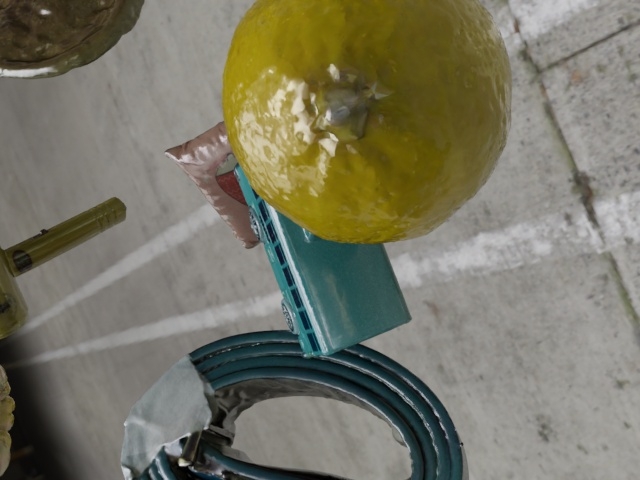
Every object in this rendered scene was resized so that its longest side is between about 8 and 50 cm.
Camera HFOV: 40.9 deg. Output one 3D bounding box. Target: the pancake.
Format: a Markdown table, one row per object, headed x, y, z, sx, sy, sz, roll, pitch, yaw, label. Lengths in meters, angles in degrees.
| x | y | z | sx | sy | sz | roll | pitch | yaw | label |
| --- | --- | --- | --- | --- | --- | --- | --- | --- | --- |
| -0.332 | -0.287 | 1.078 | 0.242 | 0.242 | 0.050 | 50 | 172 | 37 | pancake |

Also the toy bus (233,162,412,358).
| x | y | z | sx | sy | sz | roll | pitch | yaw | label |
| --- | --- | --- | --- | --- | --- | --- | --- | --- | --- |
| 0.000 | 0.000 | 1.007 | 0.147 | 0.128 | 0.256 | 153 | 96 | -75 | toy bus |

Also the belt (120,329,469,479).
| x | y | z | sx | sy | sz | roll | pitch | yaw | label |
| --- | --- | --- | --- | --- | --- | --- | --- | --- | --- |
| -0.031 | 0.275 | 1.098 | 0.173 | 0.437 | 0.300 | 68 | -150 | -65 | belt |

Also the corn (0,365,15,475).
| x | y | z | sx | sy | sz | roll | pitch | yaw | label |
| --- | --- | --- | --- | --- | --- | --- | --- | --- | --- |
| -0.367 | 0.130 | 0.583 | 0.123 | 0.305 | 0.122 | 85 | 180 | -49 | corn |

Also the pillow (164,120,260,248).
| x | y | z | sx | sy | sz | roll | pitch | yaw | label |
| --- | --- | --- | --- | --- | --- | --- | --- | --- | --- |
| -0.094 | -0.119 | 1.383 | 0.223 | 0.236 | 0.084 | 53 | -168 | -27 | pillow |

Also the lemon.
| x | y | z | sx | sy | sz | roll | pitch | yaw | label |
| --- | --- | --- | --- | --- | --- | --- | --- | --- | --- |
| 0.043 | -0.129 | 0.791 | 0.293 | 0.293 | 0.293 | 49 | 152 | 38 | lemon |

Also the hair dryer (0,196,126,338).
| x | y | z | sx | sy | sz | roll | pitch | yaw | label |
| --- | --- | --- | --- | --- | --- | --- | --- | --- | --- |
| -0.398 | 0.024 | 1.239 | 0.090 | 0.279 | 0.135 | 11 | 126 | 50 | hair dryer |
